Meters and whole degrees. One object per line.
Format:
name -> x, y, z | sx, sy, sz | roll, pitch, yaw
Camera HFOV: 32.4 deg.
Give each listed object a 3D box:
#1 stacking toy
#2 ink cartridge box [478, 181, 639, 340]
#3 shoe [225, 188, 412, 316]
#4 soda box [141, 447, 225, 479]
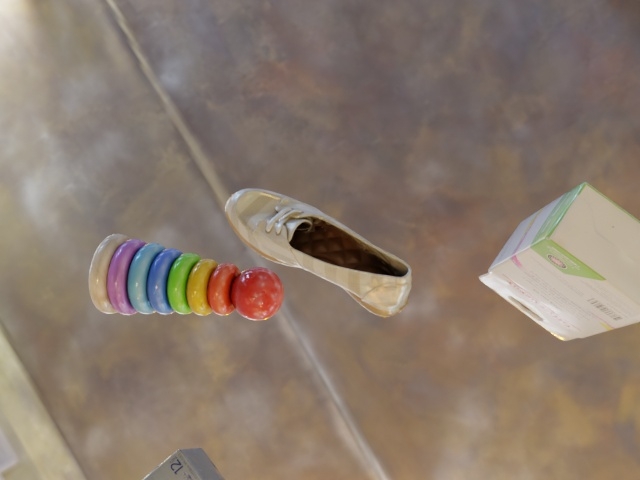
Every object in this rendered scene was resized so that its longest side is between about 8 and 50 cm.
stacking toy -> -0.219, 0.079, 1.875 | 0.141, 0.330, 0.141 | 9, -90, -72
ink cartridge box -> 0.411, 0.046, 1.791 | 0.207, 0.119, 0.353 | 36, 165, -1
shoe -> 0.000, 0.000, 1.145 | 0.219, 0.076, 0.058 | 29, 151, 9
soda box -> -0.134, 0.431, 1.556 | 0.286, 0.091, 0.098 | 50, -176, 15
